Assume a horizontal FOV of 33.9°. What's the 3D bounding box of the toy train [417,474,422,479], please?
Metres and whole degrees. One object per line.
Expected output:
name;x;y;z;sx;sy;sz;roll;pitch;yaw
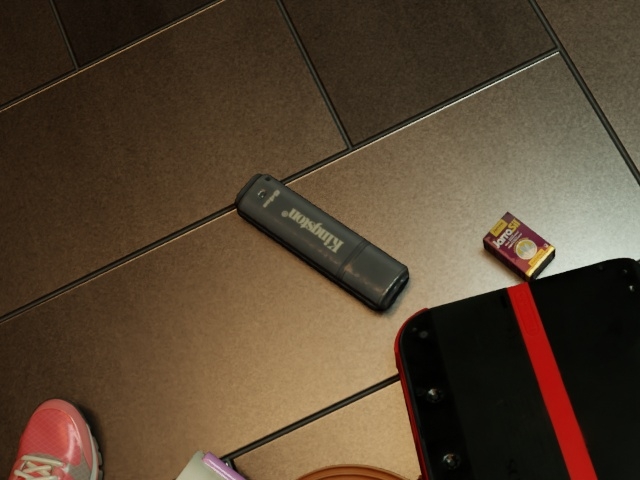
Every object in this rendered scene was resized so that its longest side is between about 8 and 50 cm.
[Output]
toy train;0.202;0.293;1.328;0.166;0.046;0.125;-33;68;0

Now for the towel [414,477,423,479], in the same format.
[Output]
towel;0.137;0.465;1.270;0.312;0.056;0.324;-27;77;-1

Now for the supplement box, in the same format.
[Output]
supplement box;0.267;0.010;1.409;0.083;0.043;0.055;40;84;21

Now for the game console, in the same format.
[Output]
game console;0.278;0.209;1.271;0.342;0.060;0.386;-15;48;4

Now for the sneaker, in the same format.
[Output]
sneaker;-0.376;0.359;1.383;0.116;0.136;0.314;4;73;12

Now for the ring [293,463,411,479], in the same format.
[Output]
ring;0.048;0.425;1.200;0.336;0.032;0.337;1;92;30

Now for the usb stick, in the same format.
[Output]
usb stick;0.000;0.000;1.468;0.278;0.045;0.077;35;83;20

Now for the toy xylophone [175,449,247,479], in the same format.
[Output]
toy xylophone;-0.184;0.444;1.335;0.322;0.081;0.236;-44;88;-8
